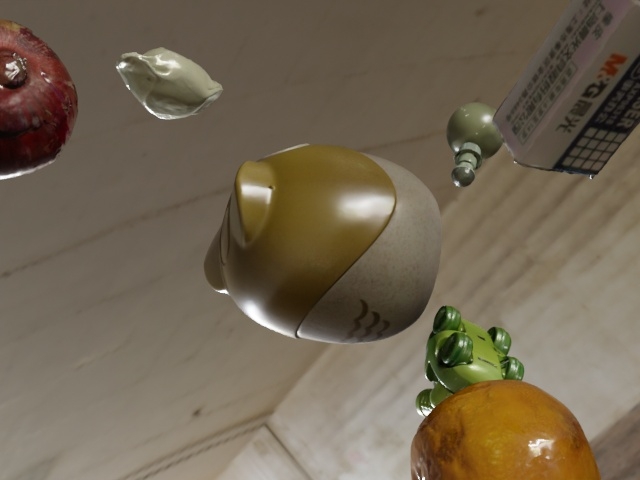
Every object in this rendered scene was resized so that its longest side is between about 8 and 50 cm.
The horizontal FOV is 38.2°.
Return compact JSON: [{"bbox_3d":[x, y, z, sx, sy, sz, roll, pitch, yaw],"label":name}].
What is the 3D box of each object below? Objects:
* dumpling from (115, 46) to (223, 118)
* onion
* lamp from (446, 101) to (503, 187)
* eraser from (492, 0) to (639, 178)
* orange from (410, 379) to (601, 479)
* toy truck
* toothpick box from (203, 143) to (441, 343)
[{"bbox_3d":[-0.318,-0.320,1.897,0.162,0.132,0.250,-20,-27,37],"label":"dumpling"},{"bbox_3d":[-0.491,-0.217,1.403,0.246,0.246,0.190,-34,2,-31],"label":"onion"},{"bbox_3d":[0.227,-0.139,1.399,0.091,0.091,0.163,-57,6,49],"label":"lamp"},{"bbox_3d":[0.316,-0.200,0.990,0.130,0.086,0.287,10,-47,-26],"label":"eraser"},{"bbox_3d":[0.237,0.307,1.180,0.261,0.261,0.261,-39,-13,-11],"label":"orange"},{"bbox_3d":[0.241,0.236,1.585,0.210,0.148,0.187,-63,13,4],"label":"toy truck"},{"bbox_3d":[0.000,0.000,1.887,0.425,0.409,0.409,9,-34,-14],"label":"toothpick box"}]
